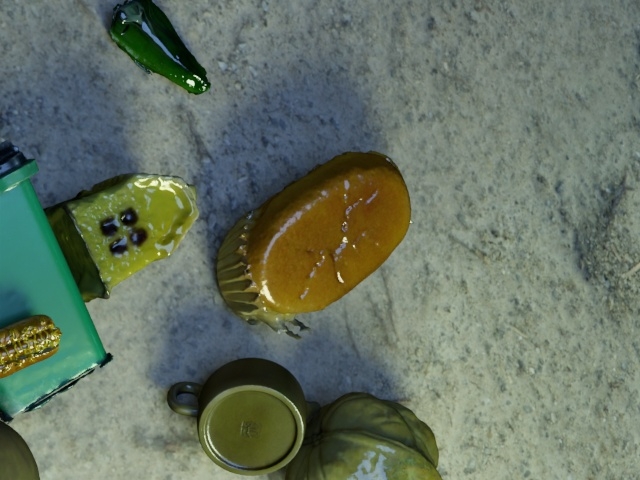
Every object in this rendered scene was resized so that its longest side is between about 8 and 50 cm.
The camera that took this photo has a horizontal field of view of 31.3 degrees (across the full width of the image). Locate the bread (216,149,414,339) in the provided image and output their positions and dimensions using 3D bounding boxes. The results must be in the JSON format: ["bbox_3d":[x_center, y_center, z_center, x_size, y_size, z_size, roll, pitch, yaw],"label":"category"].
[{"bbox_3d":[-0.008,-0.009,2.038,0.388,0.183,0.236,-43,108,-24],"label":"bread"}]

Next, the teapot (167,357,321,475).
[{"bbox_3d":[-0.130,0.283,1.969,0.267,0.175,0.186,11,109,-6],"label":"teapot"}]

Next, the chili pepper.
[{"bbox_3d":[-0.272,-0.339,1.992,0.216,0.062,0.108,44,68,-20],"label":"chili pepper"}]

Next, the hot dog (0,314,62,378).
[{"bbox_3d":[-0.446,0.157,1.620,0.165,0.045,0.071,-21,107,-22],"label":"hot dog"}]

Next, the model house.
[{"bbox_3d":[-0.320,-0.017,1.869,0.234,0.193,0.175,-24,97,-30],"label":"model house"}]

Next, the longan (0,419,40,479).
[{"bbox_3d":[-0.570,0.356,1.608,0.361,0.361,0.361,2,85,-28],"label":"longan"}]

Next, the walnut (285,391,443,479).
[{"bbox_3d":[0.079,0.413,2.012,0.253,0.282,0.277,-38,125,16],"label":"walnut"}]

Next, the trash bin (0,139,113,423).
[{"bbox_3d":[-0.513,0.068,1.725,0.295,0.259,0.381,-31,105,-22],"label":"trash bin"}]
